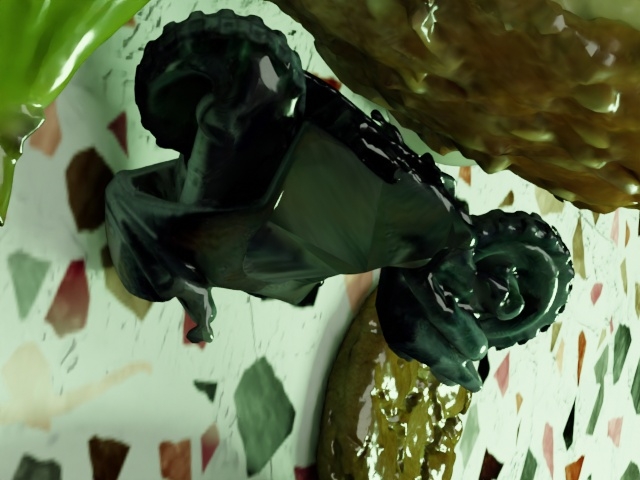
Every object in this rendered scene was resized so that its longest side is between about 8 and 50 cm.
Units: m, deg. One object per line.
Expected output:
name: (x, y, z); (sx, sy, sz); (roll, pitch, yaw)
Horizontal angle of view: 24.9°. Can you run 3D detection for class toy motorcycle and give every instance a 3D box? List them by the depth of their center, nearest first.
toy motorcycle: (0.000, 0.000, 0.747); (0.270, 0.159, 0.106); (34, 21, -25)

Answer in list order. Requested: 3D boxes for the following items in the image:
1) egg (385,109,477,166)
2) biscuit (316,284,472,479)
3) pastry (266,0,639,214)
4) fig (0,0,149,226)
egg: (0.097, -0.102, 0.993); (0.135, 0.103, 0.103); (1, 96, -68)
biscuit: (0.060, 0.131, 1.053); (0.226, 0.042, 0.226); (-22, 115, -60)
pastry: (0.132, -0.171, 0.769); (0.292, 0.405, 0.337); (-67, -169, -9)
fig: (-0.090, -0.191, 0.495); (0.314, 0.233, 0.233); (-65, 148, -21)
